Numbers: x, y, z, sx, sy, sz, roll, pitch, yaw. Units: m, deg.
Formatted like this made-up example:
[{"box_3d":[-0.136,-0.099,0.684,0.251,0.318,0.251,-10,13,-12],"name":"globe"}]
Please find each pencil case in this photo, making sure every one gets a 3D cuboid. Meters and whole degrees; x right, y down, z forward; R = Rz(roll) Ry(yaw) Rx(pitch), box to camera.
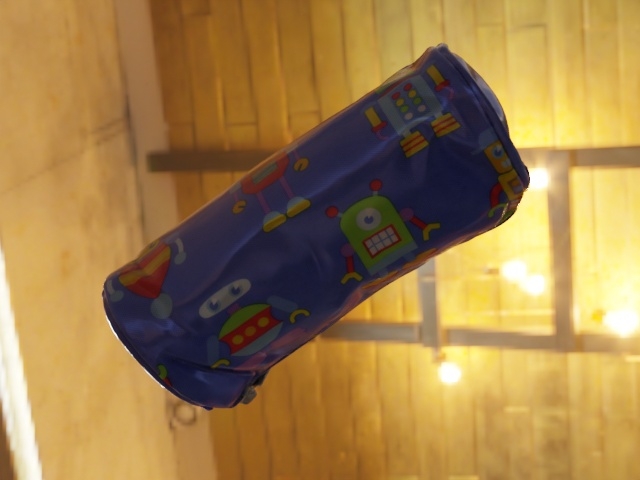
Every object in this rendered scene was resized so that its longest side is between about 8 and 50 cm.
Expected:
[{"box_3d":[0.000,0.000,0.880,0.133,0.306,0.119,53,-173,-16],"name":"pencil case"}]
